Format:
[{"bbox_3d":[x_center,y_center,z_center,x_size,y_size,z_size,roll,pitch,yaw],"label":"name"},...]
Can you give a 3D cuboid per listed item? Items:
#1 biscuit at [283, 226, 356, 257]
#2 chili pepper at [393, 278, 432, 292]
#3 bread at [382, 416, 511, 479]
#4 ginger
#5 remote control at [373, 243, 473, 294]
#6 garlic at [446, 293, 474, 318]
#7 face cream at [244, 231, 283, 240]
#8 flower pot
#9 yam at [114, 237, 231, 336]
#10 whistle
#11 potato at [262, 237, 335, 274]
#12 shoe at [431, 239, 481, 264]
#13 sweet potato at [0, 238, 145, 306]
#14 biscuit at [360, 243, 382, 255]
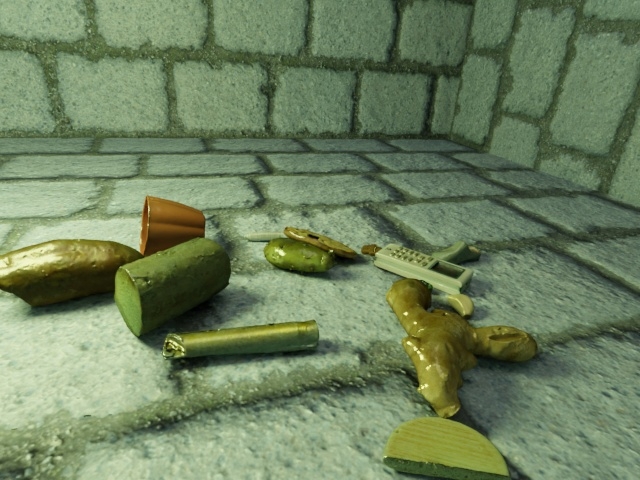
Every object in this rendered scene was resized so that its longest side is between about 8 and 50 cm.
[{"bbox_3d":[-0.002,0.005,1.360,0.260,0.041,0.203,22,4,20],"label":"biscuit"},{"bbox_3d":[0.259,0.124,1.195,0.117,0.035,0.055,7,7,-3],"label":"chili pepper"},{"bbox_3d":[0.202,0.343,0.698,0.193,0.036,0.112,4,20,10],"label":"bread"},{"bbox_3d":[0.249,0.198,0.928,0.348,0.122,0.363,-10,36,-46],"label":"ginger"},{"bbox_3d":[0.308,0.081,1.272,0.277,0.056,0.103,20,29,31],"label":"remote control"},{"bbox_3d":[0.376,0.171,1.107,0.053,0.041,0.083,-8,34,-14],"label":"garlic"},{"bbox_3d":[-0.193,-0.014,1.427,0.130,0.034,0.034,-1,25,-12],"label":"face cream"},{"bbox_3d":[-0.449,-0.031,1.278,0.173,0.191,0.190,7,20,-28],"label":"flower pot"},{"bbox_3d":[-0.353,0.100,0.997,0.161,0.161,0.268,18,28,29],"label":"yam"},{"bbox_3d":[-0.165,0.213,0.898,0.326,0.057,0.068,-2,25,-13],"label":"whistle"},{"bbox_3d":[-0.067,0.046,1.246,0.225,0.090,0.117,11,29,23],"label":"potato"},{"bbox_3d":[0.450,0.032,1.382,0.195,0.078,0.079,-4,26,-26],"label":"shoe"},{"bbox_3d":[-0.591,0.067,1.045,0.369,0.158,0.158,-10,27,-26],"label":"sweet potato"},{"bbox_3d":[0.181,0.034,1.406,0.092,0.016,0.082,23,30,39],"label":"biscuit"}]
